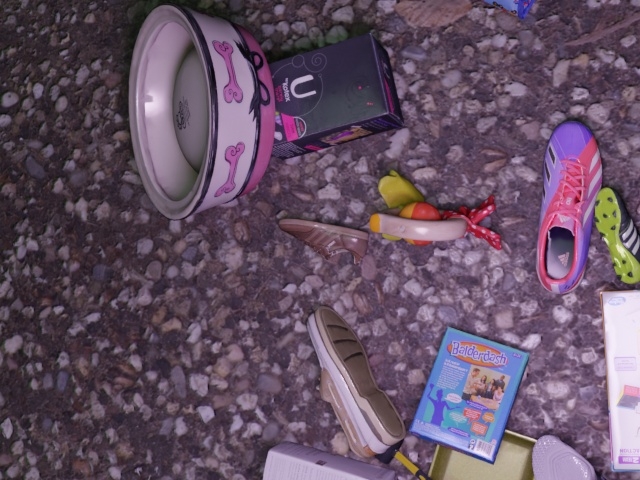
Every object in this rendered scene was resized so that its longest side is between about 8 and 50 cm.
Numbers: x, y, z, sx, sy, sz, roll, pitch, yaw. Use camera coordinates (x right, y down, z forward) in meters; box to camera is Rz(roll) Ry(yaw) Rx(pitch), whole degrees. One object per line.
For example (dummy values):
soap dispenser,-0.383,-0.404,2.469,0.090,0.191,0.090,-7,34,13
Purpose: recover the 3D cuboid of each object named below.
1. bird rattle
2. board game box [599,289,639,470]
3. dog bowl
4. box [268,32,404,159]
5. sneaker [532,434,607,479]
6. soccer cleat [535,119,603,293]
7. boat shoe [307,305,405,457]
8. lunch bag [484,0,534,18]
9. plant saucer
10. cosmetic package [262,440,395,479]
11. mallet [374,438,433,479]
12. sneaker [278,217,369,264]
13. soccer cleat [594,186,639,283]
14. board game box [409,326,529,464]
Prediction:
bird rattle,0.202,-0.026,1.663,0.254,0.207,0.143,20,111,27
board game box,0.621,0.240,1.573,0.242,0.064,0.316,-3,86,17
dog bowl,-0.230,-0.247,1.739,0.408,0.150,0.407,17,110,56
box,0.006,-0.275,1.761,0.271,0.143,0.165,-14,82,16
sneaker,0.488,0.451,1.571,0.101,0.153,0.268,-54,53,23
soccer cleat,0.444,-0.062,1.621,0.109,0.116,0.318,7,89,18
boat shoe,0.043,0.271,1.729,0.103,0.113,0.302,-41,63,28
lunch bag,0.357,-0.605,1.689,0.221,0.138,0.293,32,87,20
plant saucer,0.302,0.430,1.673,0.188,0.045,0.188,17,92,18
cosmetic package,0.017,0.458,1.726,0.231,0.117,0.085,10,91,17
mallet,0.181,0.421,1.685,0.190,0.039,0.062,27,92,41
sneaker,0.000,0.000,1.786,0.189,0.066,0.071,10,91,19
soccer cleat,0.538,-0.012,1.609,0.060,0.072,0.178,-14,94,55
board game box,0.274,0.282,1.657,0.160,0.047,0.210,18,72,18
